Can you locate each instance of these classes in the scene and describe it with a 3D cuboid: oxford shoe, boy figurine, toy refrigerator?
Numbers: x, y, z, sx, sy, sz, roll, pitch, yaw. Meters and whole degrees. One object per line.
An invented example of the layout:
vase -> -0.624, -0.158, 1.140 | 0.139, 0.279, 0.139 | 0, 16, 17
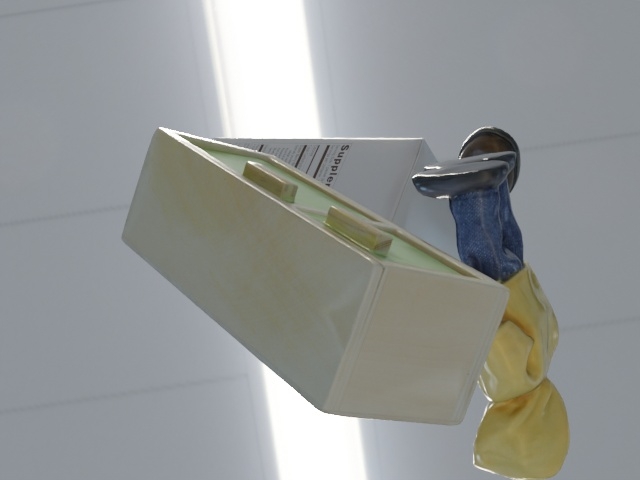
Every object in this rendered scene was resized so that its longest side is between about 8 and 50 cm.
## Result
oxford shoe -> 0.193, -0.051, 1.473 | 0.082, 0.096, 0.227 | 27, -39, 8
boy figurine -> 0.156, 0.067, 0.998 | 0.092, 0.177, 0.285 | -8, -77, 18
toy refrigerator -> -0.015, 0.009, 0.710 | 0.102, 0.269, 0.094 | 12, -77, -36

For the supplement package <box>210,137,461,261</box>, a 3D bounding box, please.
supplement package -> 0.000, 0.000, 1.316 | 0.292, 0.175, 0.177 | 4, -31, 34
